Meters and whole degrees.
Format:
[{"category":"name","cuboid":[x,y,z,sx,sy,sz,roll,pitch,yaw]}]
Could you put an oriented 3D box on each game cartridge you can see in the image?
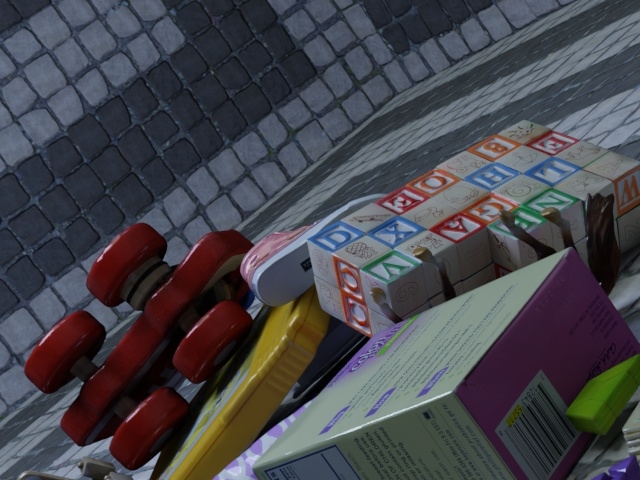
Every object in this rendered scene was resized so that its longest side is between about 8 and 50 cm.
[{"category":"game cartridge","cuboid":[-0.086,0.160,1.803,0.324,0.052,0.285,-55,6,20]}]

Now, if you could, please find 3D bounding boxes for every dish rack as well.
[{"category":"dish rack","cuboid":[0.085,0.034,1.929,0.285,0.072,0.333,-40,-4,-33]}]

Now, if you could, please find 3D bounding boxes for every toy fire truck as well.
[{"category":"toy fire truck","cuboid":[-0.174,0.109,1.898,0.302,0.169,0.254,-53,-11,13]}]

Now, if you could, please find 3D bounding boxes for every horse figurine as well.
[{"category":"horse figurine","cuboid":[0.167,0.060,1.511,0.263,0.174,0.066,-26,30,8]}]

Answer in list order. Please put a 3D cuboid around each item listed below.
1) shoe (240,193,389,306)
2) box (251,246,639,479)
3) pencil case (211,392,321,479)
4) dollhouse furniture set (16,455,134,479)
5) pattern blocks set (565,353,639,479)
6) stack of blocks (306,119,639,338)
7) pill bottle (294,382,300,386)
[{"category":"shoe","cuboid":[0.000,0.000,1.708,0.178,0.063,0.081,-32,22,-7]},{"category":"box","cuboid":[0.105,0.141,1.353,0.243,0.117,0.213,-27,12,43]},{"category":"pencil case","cuboid":[-0.012,0.207,1.573,0.206,0.086,0.088,-34,-26,-7]},{"category":"dollhouse furniture set","cuboid":[-0.283,0.301,1.787,0.151,0.123,0.144,-161,86,-76]},{"category":"pattern blocks set","cuboid":[0.296,0.087,1.176,0.285,0.026,0.325,-21,16,49]},{"category":"stack of blocks","cuboid":[0.158,-0.003,1.640,0.297,0.087,0.171,-29,34,-27]},{"category":"pill bottle","cuboid":[-0.017,0.127,2.086,0.067,0.067,0.120,-30,10,35]}]
